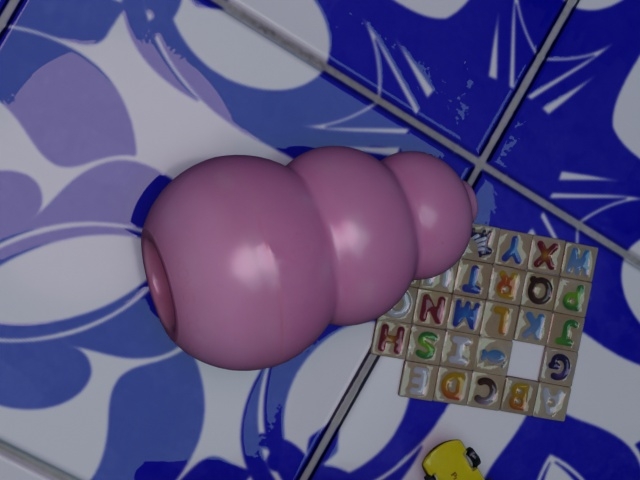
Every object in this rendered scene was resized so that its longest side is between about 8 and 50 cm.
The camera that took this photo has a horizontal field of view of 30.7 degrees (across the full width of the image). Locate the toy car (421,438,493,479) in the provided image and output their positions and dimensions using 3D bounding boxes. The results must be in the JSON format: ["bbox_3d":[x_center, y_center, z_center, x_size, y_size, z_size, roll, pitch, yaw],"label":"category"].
[{"bbox_3d":[0.207,0.328,1.267,0.224,0.053,0.239,1,94,-13],"label":"toy car"}]

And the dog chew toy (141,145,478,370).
[{"bbox_3d":[0.000,0.000,1.133,0.331,0.206,0.207,-16,97,-20],"label":"dog chew toy"}]

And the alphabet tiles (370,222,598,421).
[{"bbox_3d":[0.177,0.084,1.266,0.237,0.009,0.198,10,92,-13],"label":"alphabet tiles"}]
